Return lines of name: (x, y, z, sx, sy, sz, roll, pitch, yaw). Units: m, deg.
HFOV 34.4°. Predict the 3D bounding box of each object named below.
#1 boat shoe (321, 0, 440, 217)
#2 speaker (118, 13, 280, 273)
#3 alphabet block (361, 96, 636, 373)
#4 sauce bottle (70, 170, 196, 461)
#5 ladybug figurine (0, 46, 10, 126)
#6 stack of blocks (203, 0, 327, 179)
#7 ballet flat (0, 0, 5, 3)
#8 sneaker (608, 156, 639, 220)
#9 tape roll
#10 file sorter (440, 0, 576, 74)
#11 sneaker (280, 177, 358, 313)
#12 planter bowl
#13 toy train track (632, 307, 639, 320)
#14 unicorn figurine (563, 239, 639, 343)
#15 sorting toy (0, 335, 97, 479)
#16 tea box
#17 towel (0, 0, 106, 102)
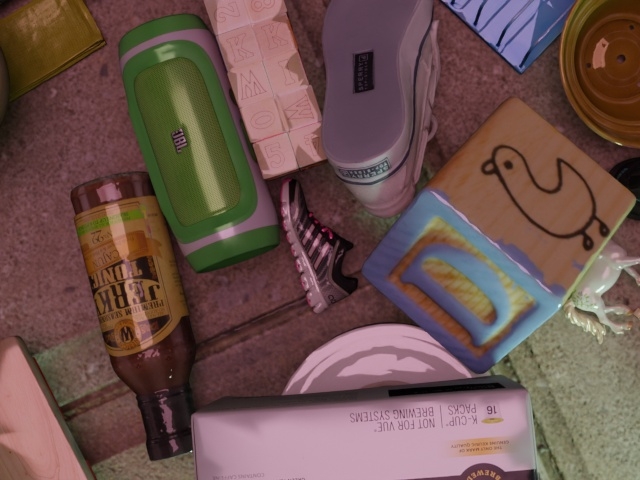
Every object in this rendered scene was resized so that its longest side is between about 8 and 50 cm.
boat shoe: (0.086, -0.175, 1.223, 0.136, 0.156, 0.367, -10, 49, 16)
speaker: (-0.148, -0.116, 1.254, 0.131, 0.131, 0.296, -20, 86, 2)
alphabet block: (0.196, -0.005, 1.157, 0.192, 0.193, 0.197, 41, 54, 3)
sauce bottle: (-0.212, 0.091, 1.252, 0.111, 0.111, 0.344, -17, 85, 2)
ladybug figurine: (-0.574, -0.197, 1.252, 0.449, 0.162, 0.305, 11, 90, 10)
stack of blocks: (-0.069, -0.224, 1.231, 0.087, 0.171, 0.297, -18, 92, 2)
ballet flat: (-0.409, -0.322, 1.329, 0.173, 0.049, 0.057, -30, 51, -2)
sneaker: (0.480, -0.059, 1.224, 0.267, 0.106, 0.101, -2, 85, 2)
tape roll: (0.085, 0.239, 1.231, 0.286, 0.100, 0.286, 0, 86, 3)
file sorter: (0.227, -0.310, 1.254, 0.170, 0.104, 0.118, 44, 90, 4)
sneaker: (0.000, 0.000, 1.270, 0.075, 0.063, 0.170, -18, 91, 2)
planter bowl: (0.375, -0.219, 1.237, 0.217, 0.090, 0.217, -1, 96, -7)
toy train track: (0.417, 0.113, 1.261, 0.083, 0.014, 0.048, 41, 89, 5)
unicorn figurine: (0.347, 0.036, 1.247, 0.111, 0.060, 0.162, 30, 88, 4)
sorting toy: (-0.412, 0.286, 1.262, 0.255, 0.089, 0.257, -29, 86, 1)
tea box: (0.056, 0.315, 1.067, 0.329, 0.220, 0.323, -4, 85, 3)
towel: (-0.400, -0.236, 1.327, 0.237, 0.021, 0.102, -30, 86, 1)
